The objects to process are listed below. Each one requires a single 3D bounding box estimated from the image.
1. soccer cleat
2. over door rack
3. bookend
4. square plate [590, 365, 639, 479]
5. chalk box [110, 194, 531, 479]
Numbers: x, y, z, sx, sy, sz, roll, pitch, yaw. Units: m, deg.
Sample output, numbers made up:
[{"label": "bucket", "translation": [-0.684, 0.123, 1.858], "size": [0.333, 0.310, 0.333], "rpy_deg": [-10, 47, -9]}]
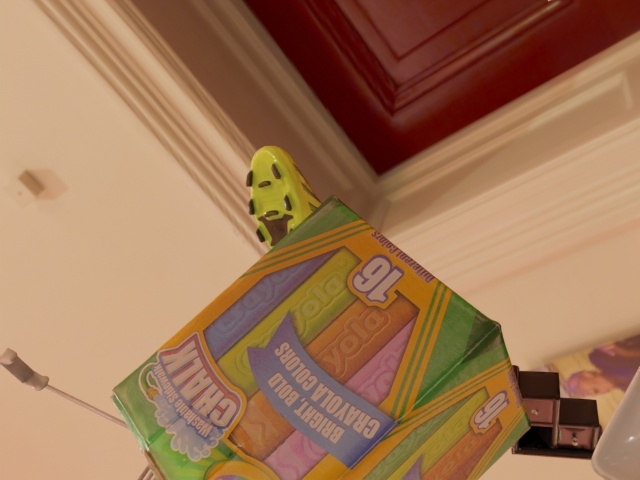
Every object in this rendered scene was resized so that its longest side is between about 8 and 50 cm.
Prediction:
[{"label": "soccer cleat", "translation": [-0.001, 0.001, 0.974], "size": [0.121, 0.093, 0.289], "rpy_deg": [-33, -82, -42]}, {"label": "over door rack", "translation": [-0.309, 0.290, 0.822], "size": [0.239, 0.324, 0.108], "rpy_deg": [-54, -30, -29]}, {"label": "bookend", "translation": [0.404, 0.293, 1.234], "size": [0.072, 0.157, 0.156], "rpy_deg": [-72, -22, -50]}, {"label": "square plate", "translation": [0.485, 0.143, 0.667], "size": [0.344, 0.347, 0.049], "rpy_deg": [26, 179, 20]}, {"label": "chalk box", "translation": [-0.012, 0.109, 0.397], "size": [0.132, 0.213, 0.132], "rpy_deg": [40, 169, 38]}]
